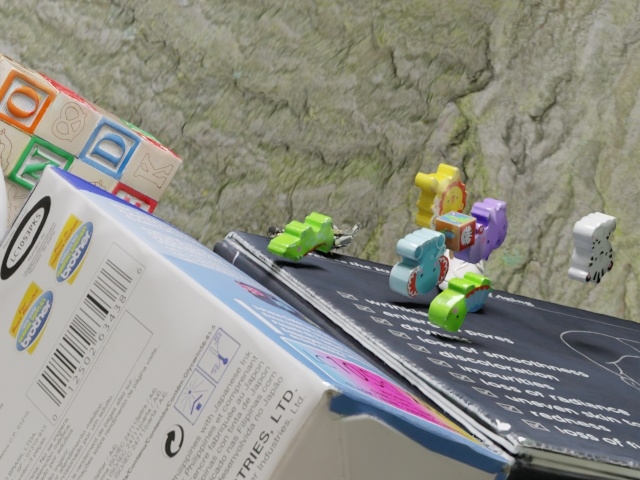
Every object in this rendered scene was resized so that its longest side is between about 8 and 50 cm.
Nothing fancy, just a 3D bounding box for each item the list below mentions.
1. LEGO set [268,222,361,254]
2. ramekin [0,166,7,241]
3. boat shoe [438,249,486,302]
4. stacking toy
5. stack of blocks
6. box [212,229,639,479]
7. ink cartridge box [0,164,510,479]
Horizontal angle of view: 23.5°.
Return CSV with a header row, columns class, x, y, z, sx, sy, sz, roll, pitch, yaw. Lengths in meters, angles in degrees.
class,x,y,z,sx,sy,sz,roll,pitch,yaw
LEGO set,-0.002,0.000,1.217,0.083,0.023,0.054,0,12,-21
ramekin,-0.355,-0.003,1.036,0.277,0.277,0.135,29,11,-16
boat shoe,0.113,0.024,1.214,0.035,0.035,0.100,16,8,-7
stacking toy,0.095,0.008,1.147,0.167,0.052,0.221,20,29,38
stack of blocks,-0.273,0.010,1.319,0.171,0.297,0.087,28,5,-28
box,0.174,0.225,1.129,0.479,0.297,0.472,13,11,-25
ink cartridge box,-0.118,0.133,0.884,0.151,0.270,0.395,30,2,-41
